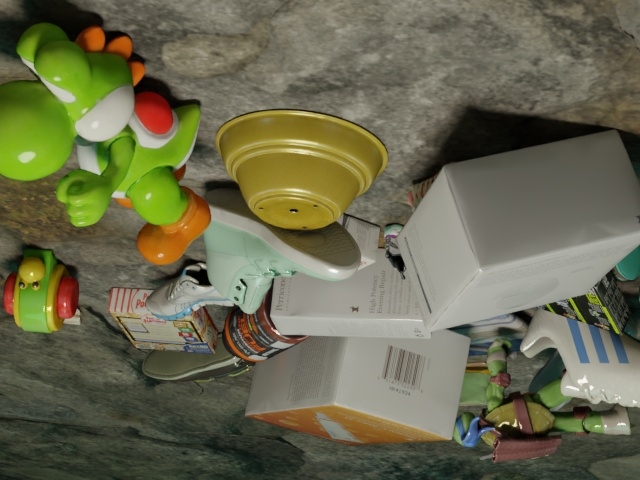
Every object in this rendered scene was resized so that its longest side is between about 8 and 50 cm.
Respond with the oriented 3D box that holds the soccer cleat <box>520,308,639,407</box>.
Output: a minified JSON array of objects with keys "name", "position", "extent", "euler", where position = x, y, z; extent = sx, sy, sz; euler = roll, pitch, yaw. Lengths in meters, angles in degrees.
[{"name":"soccer cleat","position":[0.436,0.198,1.944],"extent":[0.331,0.143,0.116],"euler":[35,173,34]}]

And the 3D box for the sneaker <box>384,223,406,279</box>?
[{"name":"sneaker","position":[0.124,0.024,1.881],"extent":[0.098,0.069,0.038],"euler":[22,153,-32]}]

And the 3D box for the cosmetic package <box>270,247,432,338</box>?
[{"name":"cosmetic package","position":[0.049,0.076,1.967],"extent":[0.231,0.117,0.085],"euler":[0,156,11]}]

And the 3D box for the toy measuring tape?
[{"name":"toy measuring tape","position":[-0.441,0.114,2.193],"extent":[0.121,0.121,0.330],"euler":[5,157,3]}]

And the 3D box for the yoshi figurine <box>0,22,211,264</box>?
[{"name":"yoshi figurine","position":[-0.273,-0.101,1.542],"extent":[0.204,0.203,0.362],"euler":[5,155,22]}]

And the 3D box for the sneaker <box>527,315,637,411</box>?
[{"name":"sneaker","position":[0.423,0.177,2.158],"extent":[0.094,0.091,0.258],"euler":[45,136,6]}]

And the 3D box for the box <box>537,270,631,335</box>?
[{"name":"box","position":[0.323,0.057,1.866],"extent":[0.184,0.045,0.190],"euler":[16,164,29]}]

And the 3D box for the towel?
[{"name":"towel","position":[0.214,0.124,2.143],"extent":[0.209,0.034,0.285],"euler":[-10,153,34]}]

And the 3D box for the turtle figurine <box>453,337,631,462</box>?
[{"name":"turtle figurine","position":[0.339,0.241,2.115],"extent":[0.266,0.197,0.275],"euler":[-11,172,12]}]

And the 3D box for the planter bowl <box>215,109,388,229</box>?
[{"name":"planter bowl","position":[-0.028,-0.072,1.669],"extent":[0.217,0.090,0.217],"euler":[6,157,3]}]

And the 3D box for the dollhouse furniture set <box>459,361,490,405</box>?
[{"name":"dollhouse furniture set","position":[0.224,0.250,2.386],"extent":[0.152,0.076,0.058],"euler":[-6,155,30]}]

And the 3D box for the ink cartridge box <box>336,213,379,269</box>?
[{"name":"ink cartridge box","position":[0.000,0.000,1.874],"extent":[0.135,0.056,0.099],"euler":[19,154,-26]}]

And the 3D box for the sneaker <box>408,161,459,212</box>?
[{"name":"sneaker","position":[0.145,-0.059,1.700],"extent":[0.070,0.051,0.134],"euler":[-1,161,5]}]

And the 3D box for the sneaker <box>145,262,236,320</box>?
[{"name":"sneaker","position":[-0.202,0.068,2.094],"extent":[0.191,0.071,0.083],"euler":[-17,143,27]}]

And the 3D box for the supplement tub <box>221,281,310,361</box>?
[{"name":"supplement tub","position":[-0.087,0.134,2.155],"extent":[0.106,0.106,0.198],"euler":[17,155,-23]}]

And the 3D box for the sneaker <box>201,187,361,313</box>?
[{"name":"sneaker","position":[-0.051,0.036,1.769],"extent":[0.256,0.094,0.151],"euler":[23,126,35]}]

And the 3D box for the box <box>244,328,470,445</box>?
[{"name":"box","position":[0.052,0.223,2.183],"extent":[0.215,0.168,0.345],"euler":[19,163,-22]}]

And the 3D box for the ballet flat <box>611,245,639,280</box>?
[{"name":"ballet flat","position":[0.374,-0.004,1.776],"extent":[0.070,0.070,0.188],"euler":[-5,153,25]}]

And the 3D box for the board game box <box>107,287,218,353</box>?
[{"name":"board game box","position":[-0.264,0.139,2.291],"extent":[0.147,0.045,0.193],"euler":[3,157,8]}]

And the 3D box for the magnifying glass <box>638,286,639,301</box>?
[{"name":"magnifying glass","position":[0.490,0.057,1.918],"extent":[0.092,0.026,0.231],"euler":[-3,155,21]}]

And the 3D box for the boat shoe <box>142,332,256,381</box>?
[{"name":"boat shoe","position":[-0.217,0.218,2.421],"extent":[0.228,0.081,0.069],"euler":[-11,148,30]}]

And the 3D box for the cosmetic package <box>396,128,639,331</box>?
[{"name":"cosmetic package","position":[0.235,-0.009,1.598],"extent":[0.224,0.138,0.224],"euler":[-12,163,-16]}]
